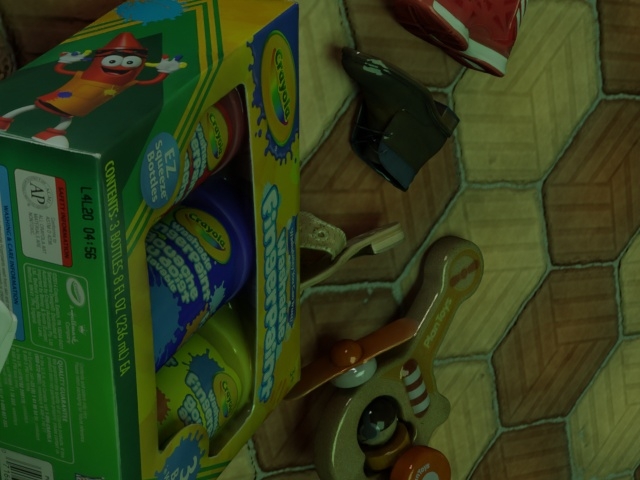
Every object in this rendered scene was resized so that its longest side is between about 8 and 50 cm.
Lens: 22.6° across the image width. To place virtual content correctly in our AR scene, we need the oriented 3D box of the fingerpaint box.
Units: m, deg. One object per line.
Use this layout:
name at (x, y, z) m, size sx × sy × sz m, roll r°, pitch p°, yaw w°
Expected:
fingerpaint box at (-0.160, 0.029, 1.504) m, size 0.371 × 0.163 × 0.444 m, roll -47°, pitch 144°, yaw -53°

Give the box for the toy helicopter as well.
toy helicopter at (0.093, 0.146, 1.972) m, size 0.235 × 0.140 × 0.355 m, roll 37°, pitch 75°, yaw -39°

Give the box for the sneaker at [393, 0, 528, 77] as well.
sneaker at (0.165, -0.279, 1.815) m, size 0.221 × 0.087 × 0.128 m, roll 27°, pitch 85°, yaw -60°

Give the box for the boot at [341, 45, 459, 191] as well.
boot at (0.074, -0.134, 1.796) m, size 0.219 × 0.082 × 0.106 m, roll 32°, pitch 87°, yaw -50°

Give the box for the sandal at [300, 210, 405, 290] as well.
sandal at (-0.004, 0.001, 1.824) m, size 0.240 × 0.088 × 0.079 m, roll -24°, pitch 97°, yaw -41°

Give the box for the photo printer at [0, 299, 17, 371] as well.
photo printer at (-0.404, 0.101, 1.306) m, size 0.107 × 0.308 × 0.256 m, roll 23°, pitch 93°, yaw -49°
